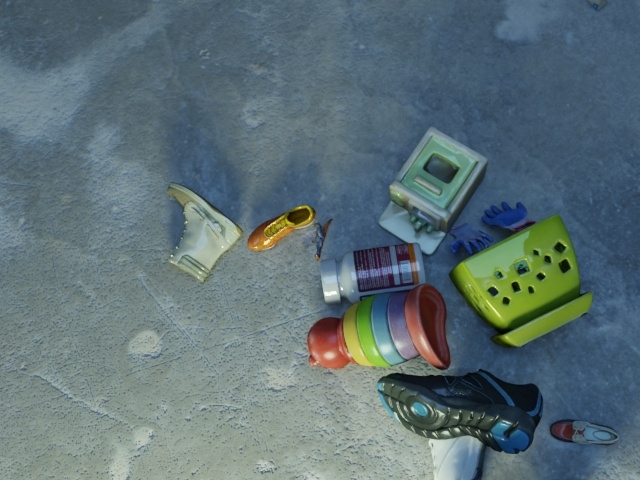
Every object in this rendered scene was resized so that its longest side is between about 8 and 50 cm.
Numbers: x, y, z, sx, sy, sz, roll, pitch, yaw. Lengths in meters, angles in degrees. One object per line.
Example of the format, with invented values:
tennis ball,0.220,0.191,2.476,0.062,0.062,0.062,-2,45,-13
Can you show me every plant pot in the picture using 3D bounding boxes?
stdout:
plant pot,0.422,0.098,1.615,0.227,0.228,0.207,-26,80,-1

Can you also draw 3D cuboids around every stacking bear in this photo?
stacking bear,0.106,0.198,1.640,0.289,0.164,0.175,-17,54,26

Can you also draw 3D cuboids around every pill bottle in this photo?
pill bottle,0.116,0.077,1.704,0.221,0.121,0.121,-8,75,5

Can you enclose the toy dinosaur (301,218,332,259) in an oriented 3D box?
toy dinosaur,0.000,0.000,1.782,0.090,0.047,0.082,-17,92,-8

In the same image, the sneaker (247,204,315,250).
sneaker,-0.094,-0.035,1.787,0.175,0.067,0.064,-32,76,0

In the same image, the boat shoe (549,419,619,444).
boat shoe,0.547,0.400,1.610,0.137,0.043,0.049,7,78,10

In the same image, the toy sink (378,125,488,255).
toy sink,0.246,-0.108,1.732,0.153,0.131,0.234,33,82,14

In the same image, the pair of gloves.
pair of gloves,0.366,-0.028,1.697,0.198,0.159,0.023,-25,110,-2

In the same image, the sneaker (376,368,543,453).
sneaker,0.278,0.326,1.565,0.341,0.125,0.139,10,38,31

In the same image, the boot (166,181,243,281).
boot,-0.309,-0.022,1.805,0.213,0.077,0.165,36,84,11

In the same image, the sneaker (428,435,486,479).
sneaker,0.280,0.444,1.613,0.129,0.111,0.297,14,71,22

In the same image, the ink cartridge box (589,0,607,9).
ink cartridge box,0.651,-0.599,1.854,0.028,0.048,0.083,-30,73,-2
